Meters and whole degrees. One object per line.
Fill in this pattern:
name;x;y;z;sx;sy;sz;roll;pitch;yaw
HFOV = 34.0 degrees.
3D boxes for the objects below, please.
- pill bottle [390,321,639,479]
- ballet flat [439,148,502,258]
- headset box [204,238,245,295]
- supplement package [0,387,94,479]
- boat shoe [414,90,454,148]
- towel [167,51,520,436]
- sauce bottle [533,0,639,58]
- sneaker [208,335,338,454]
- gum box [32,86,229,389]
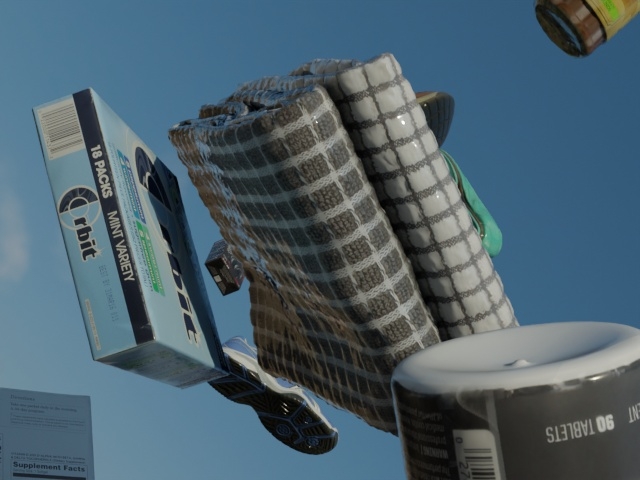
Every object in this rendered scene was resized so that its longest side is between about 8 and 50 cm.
pill bottle;0.116;0.171;0.514;0.130;0.130;0.245;-3;-82;58
ballet flat;0.229;-0.053;1.721;0.087;0.083;0.247;30;26;-39
headset box;-0.143;0.037;1.611;0.032;0.083;0.062;-21;-69;18
supplement package;-0.383;0.246;1.028;0.204;0.262;0.145;-47;-138;41
boat shoe;0.124;-0.209;1.801;0.120;0.324;0.122;25;-68;27
towel;0.000;0.000;0.736;0.235;0.121;0.284;62;-17;-13
sauce bottle;0.435;-0.387;1.364;0.111;0.344;0.111;47;-1;1
sneaker;-0.056;0.203;1.407;0.211;0.081;0.080;42;-61;-5
gum box;-0.116;0.009;0.673;0.184;0.041;0.157;56;16;-75
